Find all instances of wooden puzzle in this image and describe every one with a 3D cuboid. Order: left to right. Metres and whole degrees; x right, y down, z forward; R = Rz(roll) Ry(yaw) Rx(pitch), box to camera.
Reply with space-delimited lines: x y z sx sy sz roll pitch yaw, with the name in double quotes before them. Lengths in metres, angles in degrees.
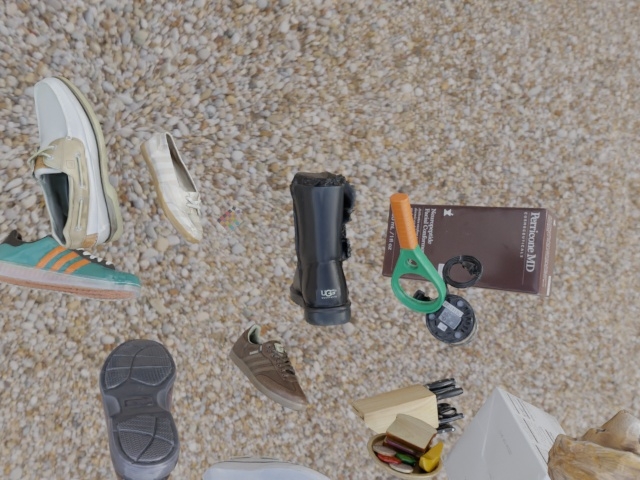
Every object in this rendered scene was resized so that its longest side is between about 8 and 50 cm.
"wooden puzzle" -0.246 -0.053 1.452 0.049 0.006 0.083 43 68 6

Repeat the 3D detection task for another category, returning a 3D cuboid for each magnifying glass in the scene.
"magnifying glass" 0.146 0.027 0.857 0.026 0.092 0.231 -53 137 -39

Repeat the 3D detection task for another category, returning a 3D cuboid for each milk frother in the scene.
"milk frother" 0.252 0.112 0.973 0.143 0.134 0.129 -38 69 6

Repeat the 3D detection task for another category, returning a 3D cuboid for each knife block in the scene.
"knife block" 0.253 0.435 1.436 0.275 0.088 0.242 39 82 -20

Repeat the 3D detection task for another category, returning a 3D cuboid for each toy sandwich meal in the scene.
"toy sandwich meal" 0.088 0.208 0.541 0.085 0.085 0.029 7 100 -22

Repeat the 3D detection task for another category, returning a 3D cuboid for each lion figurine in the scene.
"lion figurine" 0.400 0.364 0.607 0.142 0.240 0.392 -51 131 -33

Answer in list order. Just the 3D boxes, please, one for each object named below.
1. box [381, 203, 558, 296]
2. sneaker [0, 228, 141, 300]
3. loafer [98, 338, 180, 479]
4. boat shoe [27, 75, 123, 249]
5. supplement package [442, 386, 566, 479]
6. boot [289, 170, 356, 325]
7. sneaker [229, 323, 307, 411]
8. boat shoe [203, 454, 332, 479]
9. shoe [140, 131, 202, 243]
"box" 0.348 0.019 1.280 0.143 0.381 0.191 13 83 -57
"sneaker" -0.514 0.045 1.101 0.301 0.108 0.121 11 67 -6
"loafer" -0.257 0.246 0.749 0.108 0.302 0.095 6 107 -22
"boat shoe" -0.437 -0.133 0.921 0.103 0.113 0.303 -25 99 -52
"supplement package" 0.356 0.437 0.960 0.145 0.262 0.204 28 104 -5
"boot" 0.000 0.000 0.812 0.094 0.246 0.208 -2 96 -5
"sneaker" -0.080 0.200 0.863 0.066 0.188 0.071 31 88 -48
"boat shoe" -0.084 0.445 0.987 0.267 0.088 0.096 -9 90 24
"shoe" -0.264 -0.099 0.983 0.058 0.076 0.219 -28 82 12
